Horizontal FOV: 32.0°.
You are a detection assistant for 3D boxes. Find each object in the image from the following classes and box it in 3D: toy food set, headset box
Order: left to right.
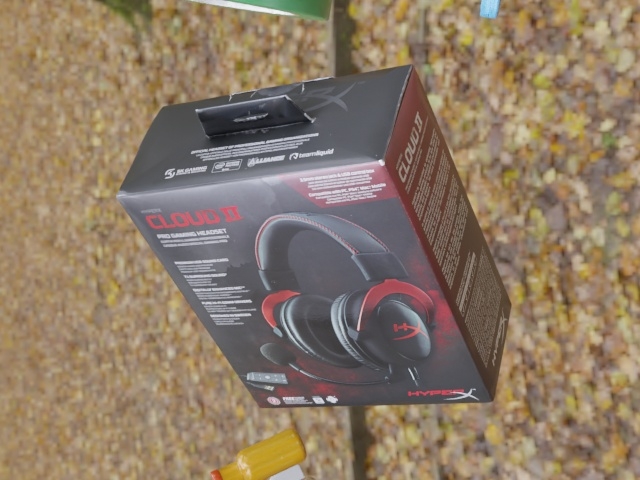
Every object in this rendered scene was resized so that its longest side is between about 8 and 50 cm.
[{"bbox_3d":[-0.050,0.320,1.275,0.232,0.104,0.111,86,159,-54],"label":"toy food set"},{"bbox_3d":[0.000,0.000,0.865,0.293,0.218,0.110,62,-147,-39],"label":"headset box"}]

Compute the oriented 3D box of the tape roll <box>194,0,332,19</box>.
[{"bbox_3d":[-0.140,-0.360,1.515,0.321,0.321,0.077,-151,68,-63],"label":"tape roll"}]

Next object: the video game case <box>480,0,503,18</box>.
[{"bbox_3d":[0.149,-0.255,0.867,0.166,0.015,0.119,-63,-19,-57],"label":"video game case"}]
